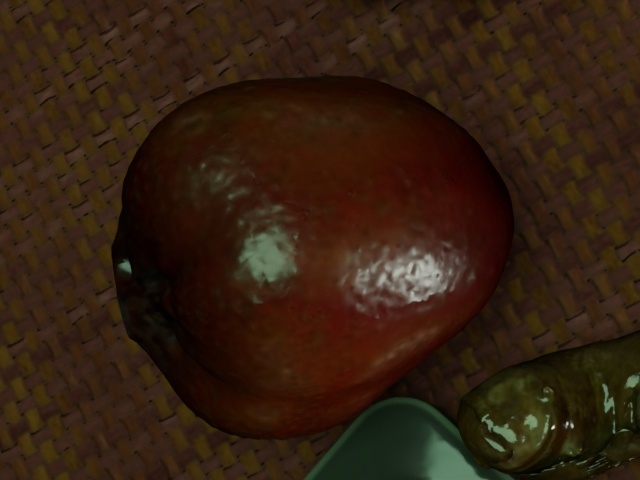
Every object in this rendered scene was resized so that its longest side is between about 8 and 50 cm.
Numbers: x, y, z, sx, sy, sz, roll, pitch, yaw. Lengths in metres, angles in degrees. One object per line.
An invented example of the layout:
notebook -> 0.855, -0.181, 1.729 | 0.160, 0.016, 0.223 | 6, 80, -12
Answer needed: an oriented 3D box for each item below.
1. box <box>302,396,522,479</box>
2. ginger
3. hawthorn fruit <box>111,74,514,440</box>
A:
box -> 0.077, 0.361, 1.381 | 0.373, 0.090, 0.367 | 41, 94, 14
ginger -> 0.259, 0.117, 1.341 | 0.309, 0.133, 0.107 | -12, 97, 8
hawthorn fruit -> -0.011, 0.006, 1.344 | 0.311, 0.295, 0.295 | -16, 80, 13
